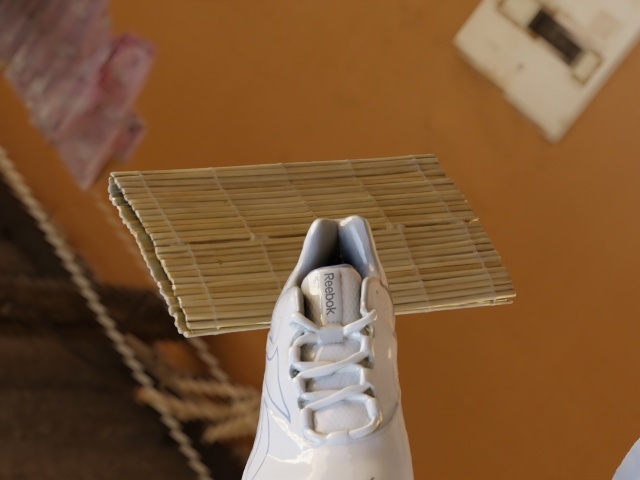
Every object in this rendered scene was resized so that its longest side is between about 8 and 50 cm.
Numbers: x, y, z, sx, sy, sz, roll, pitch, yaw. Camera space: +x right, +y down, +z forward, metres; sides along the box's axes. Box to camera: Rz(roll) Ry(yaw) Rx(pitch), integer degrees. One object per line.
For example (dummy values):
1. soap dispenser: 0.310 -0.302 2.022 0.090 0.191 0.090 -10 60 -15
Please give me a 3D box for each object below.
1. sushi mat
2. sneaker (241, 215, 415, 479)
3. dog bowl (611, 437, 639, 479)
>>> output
1. sushi mat: 0.000 0.000 1.530 0.316 0.019 0.151 -4 -127 -36
2. sneaker: 0.001 0.093 1.193 0.111 0.129 0.297 -2 -150 -3
3. dog bowl: 0.352 0.137 1.221 0.349 0.349 0.102 14 -140 -48
